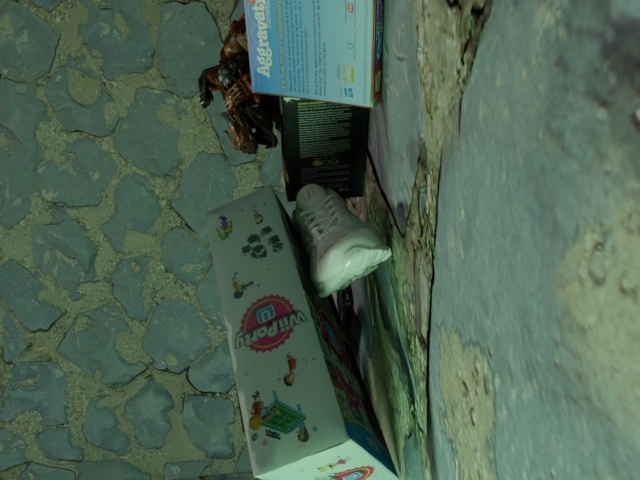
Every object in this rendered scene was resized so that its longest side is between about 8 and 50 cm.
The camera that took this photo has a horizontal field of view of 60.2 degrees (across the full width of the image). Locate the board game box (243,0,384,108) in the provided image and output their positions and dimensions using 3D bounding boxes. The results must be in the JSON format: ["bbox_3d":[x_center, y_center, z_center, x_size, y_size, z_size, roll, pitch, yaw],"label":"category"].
[{"bbox_3d":[-0.010,-0.270,0.507,0.027,0.144,0.282,-48,-36,-49],"label":"board game box"}]

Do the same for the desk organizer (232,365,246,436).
[{"bbox_3d":[-0.074,0.181,0.684,0.047,0.050,0.130,61,-173,-45],"label":"desk organizer"}]

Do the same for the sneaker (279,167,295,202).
[{"bbox_3d":[-0.021,-0.058,1.032,0.292,0.107,0.169,140,128,-83],"label":"sneaker"}]

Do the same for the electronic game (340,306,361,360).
[{"bbox_3d":[0.020,0.213,0.830,0.229,0.048,0.230,12,-90,-87],"label":"electronic game"}]

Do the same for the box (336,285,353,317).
[{"bbox_3d":[0.042,0.105,0.966,0.067,0.018,0.083,-99,6,-46],"label":"box"}]

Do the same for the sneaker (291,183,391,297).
[{"bbox_3d":[0.007,-0.009,0.619,0.115,0.090,0.232,59,176,-4],"label":"sneaker"}]

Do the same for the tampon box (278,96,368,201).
[{"bbox_3d":[-0.001,-0.149,0.702,0.161,0.101,0.121,89,174,-45],"label":"tampon box"}]

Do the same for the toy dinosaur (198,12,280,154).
[{"bbox_3d":[-0.081,-0.280,0.857,0.164,0.218,0.322,105,160,-79],"label":"toy dinosaur"}]

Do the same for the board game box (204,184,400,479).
[{"bbox_3d":[-0.024,0.123,0.632,0.224,0.097,0.304,59,-171,-54],"label":"board game box"}]
